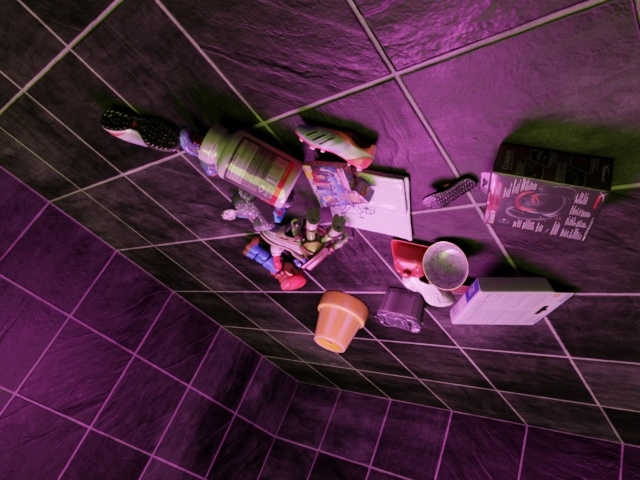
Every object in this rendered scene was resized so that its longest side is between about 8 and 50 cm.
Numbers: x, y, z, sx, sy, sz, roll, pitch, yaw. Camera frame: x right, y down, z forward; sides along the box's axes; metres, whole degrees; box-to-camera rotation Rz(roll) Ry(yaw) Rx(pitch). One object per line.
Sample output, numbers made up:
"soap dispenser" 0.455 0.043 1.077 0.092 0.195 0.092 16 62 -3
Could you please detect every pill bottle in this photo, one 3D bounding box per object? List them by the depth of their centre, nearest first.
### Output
"pill bottle" -0.229 -0.252 1.562 0.319 0.176 0.176 28 151 -5

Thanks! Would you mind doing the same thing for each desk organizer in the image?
"desk organizer" 0.555 0.170 1.795 0.130 0.047 0.050 1 141 37

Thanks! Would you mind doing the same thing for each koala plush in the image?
"koala plush" -0.257 -0.150 1.763 0.221 0.196 0.203 -12 123 49

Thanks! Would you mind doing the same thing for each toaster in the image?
"toaster" 0.348 0.298 2.063 0.227 0.146 0.129 8 146 27

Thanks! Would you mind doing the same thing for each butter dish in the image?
"butter dish" 0.330 0.087 1.755 0.160 0.118 0.160 12 149 21

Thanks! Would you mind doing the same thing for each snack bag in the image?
"snack bag" 0.151 -0.125 1.627 0.323 0.037 0.342 12 149 21

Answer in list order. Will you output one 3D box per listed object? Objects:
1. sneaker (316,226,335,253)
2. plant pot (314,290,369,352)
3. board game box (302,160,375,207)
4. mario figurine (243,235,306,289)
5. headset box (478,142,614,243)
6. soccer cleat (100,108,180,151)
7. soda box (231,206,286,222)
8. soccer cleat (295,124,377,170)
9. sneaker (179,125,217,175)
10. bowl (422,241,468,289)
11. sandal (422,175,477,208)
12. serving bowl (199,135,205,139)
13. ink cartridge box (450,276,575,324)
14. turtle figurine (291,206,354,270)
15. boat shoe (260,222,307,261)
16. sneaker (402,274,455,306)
"sneaker" 0.000 0.000 1.921 0.158 0.065 0.061 38 149 -22
"plant pot" 0.085 0.414 2.368 0.254 0.239 0.254 20 151 12
"board game box" 0.065 -0.180 1.506 0.194 0.060 0.194 8 144 28
"mario figurine" -0.194 0.097 2.221 0.320 0.170 0.198 39 -174 -4
"headset box" 0.561 -0.124 1.231 0.293 0.110 0.218 13 149 20
"soccer cleat" -0.645 -0.394 1.748 0.318 0.108 0.116 18 171 9
"soda box" -0.247 -0.128 1.898 0.210 0.067 0.071 9 148 28
"soccer cleat" 0.047 -0.296 1.399 0.248 0.083 0.095 29 121 5
"sneaker" -0.400 -0.319 1.645 0.087 0.083 0.221 -10 143 28
"bowl" 0.453 0.084 1.664 0.170 0.170 0.080 -3 -175 40
"sandal" 0.385 -0.147 1.415 0.067 0.040 0.179 35 136 -28
"serving bowl" -0.414 -0.347 1.702 0.083 0.027 0.083 18 151 10
"ink cartridge box" 0.680 0.225 1.725 0.330 0.071 0.324 0 151 -4
"turtle figurine" 0.001 -0.047 1.715 0.198 0.275 0.266 47 153 9
"boat shoe" -0.124 -0.019 1.940 0.302 0.113 0.103 26 124 30
"sneaker" 0.441 0.182 1.864 0.232 0.090 0.115 29 148 -9
